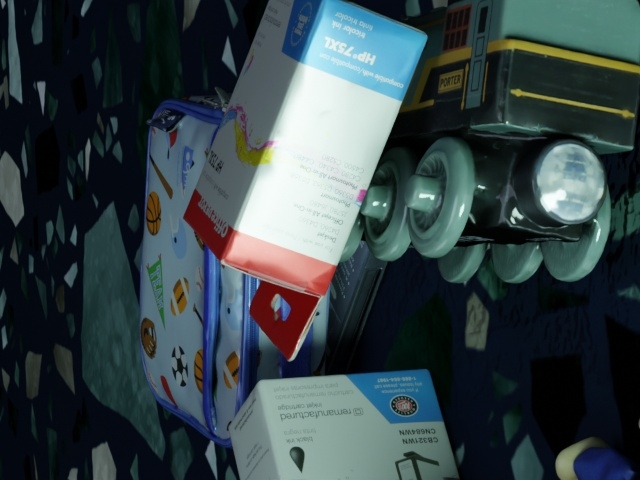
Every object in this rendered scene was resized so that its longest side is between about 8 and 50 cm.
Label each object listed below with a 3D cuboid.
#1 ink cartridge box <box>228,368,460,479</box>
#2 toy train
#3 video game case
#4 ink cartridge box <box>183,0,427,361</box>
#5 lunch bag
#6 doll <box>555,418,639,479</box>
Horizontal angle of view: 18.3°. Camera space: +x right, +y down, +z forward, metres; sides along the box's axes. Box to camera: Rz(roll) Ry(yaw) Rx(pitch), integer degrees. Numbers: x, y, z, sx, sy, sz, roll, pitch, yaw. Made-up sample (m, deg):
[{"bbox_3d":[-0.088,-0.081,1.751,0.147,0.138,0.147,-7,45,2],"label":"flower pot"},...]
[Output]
[{"bbox_3d":[0.030,0.208,1.489,0.086,0.148,0.203,122,139,-52],"label":"ink cartridge box"},{"bbox_3d":[0.098,-0.072,1.327,0.334,0.142,0.190,176,103,-70],"label":"toy train"},{"bbox_3d":[0.000,0.000,1.707,0.274,0.026,0.196,107,151,-42],"label":"video game case"},{"bbox_3d":[-0.022,-0.051,1.321,0.231,0.078,0.134,-68,18,7],"label":"ink cartridge box"},{"bbox_3d":[-0.071,0.016,1.707,0.243,0.115,0.303,-154,63,-63],"label":"lunch bag"},{"bbox_3d":[0.202,0.164,1.191,0.189,0.046,0.129,-163,69,-67],"label":"doll"}]
